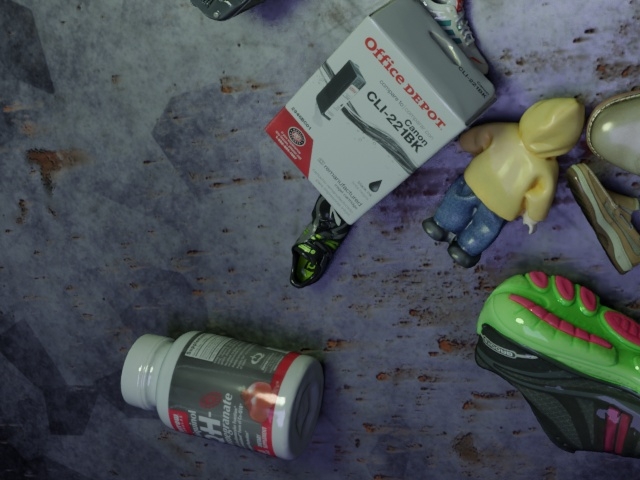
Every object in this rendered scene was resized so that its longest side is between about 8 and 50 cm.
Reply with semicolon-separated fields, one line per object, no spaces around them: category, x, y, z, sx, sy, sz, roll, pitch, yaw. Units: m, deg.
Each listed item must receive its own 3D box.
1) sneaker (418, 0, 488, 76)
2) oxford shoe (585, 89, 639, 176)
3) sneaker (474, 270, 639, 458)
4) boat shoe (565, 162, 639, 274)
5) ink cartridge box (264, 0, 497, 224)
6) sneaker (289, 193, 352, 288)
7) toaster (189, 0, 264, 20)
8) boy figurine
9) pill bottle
sneaker;0.182;-0.297;1.279;0.161;0.057;0.075;45;125;4
oxford shoe;0.532;-0.108;1.159;0.396;0.146;0.141;10;114;19
sneaker;0.439;0.231;1.342;0.482;0.185;0.202;36;137;9
boat shoe;0.405;-0.041;1.278;0.072;0.068;0.190;-31;120;11
ink cartridge box;0.080;-0.180;1.301;0.197;0.114;0.273;48;133;-1
sneaker;0.000;0.000;1.460;0.067;0.078;0.188;28;117;10
toaster;-0.095;-0.419;1.293;0.129;0.146;0.227;46;120;-1
boy figurine;0.260;-0.099;1.306;0.177;0.092;0.285;44;118;16
pill bottle;-0.169;0.252;1.573;0.318;0.176;0.176;10;114;19
